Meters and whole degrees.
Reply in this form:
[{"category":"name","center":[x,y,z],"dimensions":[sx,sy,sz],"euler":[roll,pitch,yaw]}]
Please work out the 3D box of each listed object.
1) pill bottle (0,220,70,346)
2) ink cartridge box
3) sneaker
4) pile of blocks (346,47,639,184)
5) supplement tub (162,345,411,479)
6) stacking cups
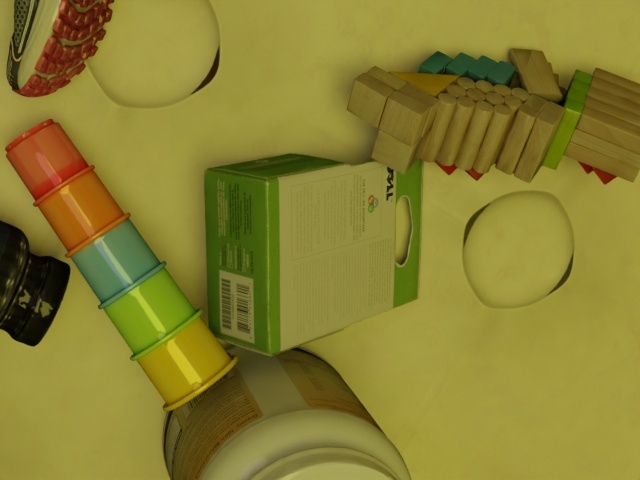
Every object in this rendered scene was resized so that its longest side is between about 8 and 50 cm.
[{"category":"pill bottle","center":[-0.370,0.024,1.189],"dimensions":[0.219,0.123,0.123],"euler":[25,97,-21]},{"category":"ink cartridge box","center":[0.000,0.000,1.308],"dimensions":[0.255,0.097,0.189],"euler":[-15,111,-46]},{"category":"sneaker","center":[-0.261,-0.287,1.155],"dimensions":[0.112,0.121,0.299],"euler":[15,102,11]},{"category":"pile of blocks","center":[0.200,-0.129,1.321],"dimensions":[0.362,0.149,0.113],"euler":[6,134,-11]},{"category":"supplement tub","center":[-0.035,0.254,1.237],"dimensions":[0.228,0.316,0.228],"euler":[-4,105,-14]},{"category":"stacking cups","center":[-0.215,0.025,1.218],"dimensions":[0.096,0.096,0.316],"euler":[-37,96,-3]}]
